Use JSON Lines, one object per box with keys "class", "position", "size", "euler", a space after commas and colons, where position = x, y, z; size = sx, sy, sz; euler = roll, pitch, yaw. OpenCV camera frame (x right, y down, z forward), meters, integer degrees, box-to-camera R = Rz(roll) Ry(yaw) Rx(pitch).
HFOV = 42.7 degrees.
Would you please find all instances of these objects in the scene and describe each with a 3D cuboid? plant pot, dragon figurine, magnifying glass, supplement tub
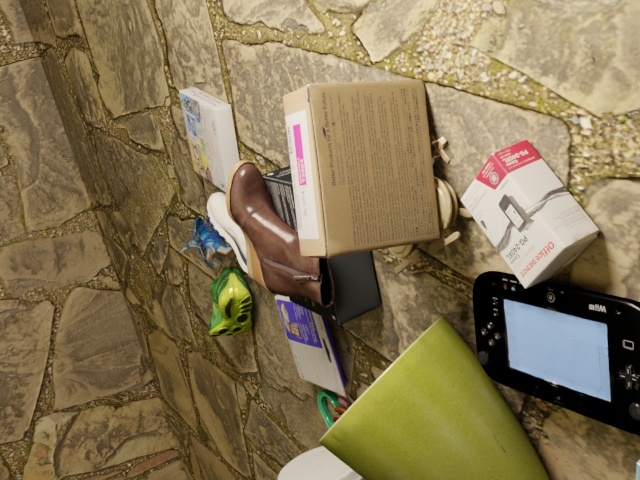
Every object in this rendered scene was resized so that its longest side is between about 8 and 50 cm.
{"class": "plant pot", "position": [0.196, 0.312, 1.234], "size": [0.293, 0.275, 0.275], "euler": [45, 149, 11]}
{"class": "dragon figurine", "position": [-0.270, 0.005, 1.901], "size": [0.144, 0.289, 0.085], "euler": [32, 105, 5]}
{"class": "magnifying glass", "position": [0.041, 0.443, 1.851], "size": [0.092, 0.026, 0.231], "euler": [9, 119, 60]}
{"class": "supplement tub", "position": [0.047, 0.618, 1.746], "size": [0.228, 0.228, 0.316], "euler": [0, 110, 62]}

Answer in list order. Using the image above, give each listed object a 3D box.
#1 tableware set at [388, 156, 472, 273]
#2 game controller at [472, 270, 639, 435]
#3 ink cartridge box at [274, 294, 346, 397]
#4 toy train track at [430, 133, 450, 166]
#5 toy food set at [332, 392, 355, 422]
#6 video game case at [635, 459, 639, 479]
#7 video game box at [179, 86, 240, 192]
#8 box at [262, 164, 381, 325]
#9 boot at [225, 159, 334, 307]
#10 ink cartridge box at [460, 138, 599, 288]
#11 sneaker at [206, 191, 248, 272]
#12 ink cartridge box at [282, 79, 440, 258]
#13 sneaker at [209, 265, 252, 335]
{"class": "tableware set", "position": [0.154, -0.036, 1.248], "size": [0.194, 0.039, 0.128], "euler": [-40, 64, 59]}
{"class": "game controller", "position": [0.311, 0.134, 1.056], "size": [0.319, 0.067, 0.166], "euler": [12, 121, 59]}
{"class": "ink cartridge box", "position": [-0.009, 0.217, 1.744], "size": [0.208, 0.045, 0.206], "euler": [7, 116, 62]}
{"class": "toy train track", "position": [0.163, -0.122, 1.193], "size": [0.048, 0.014, 0.083], "euler": [57, 153, 20]}
{"class": "toy food set", "position": [0.059, 0.371, 1.754], "size": [0.078, 0.019, 0.122], "euler": [50, 142, 18]}
{"class": "video game case", "position": [0.484, 0.409, 0.952], "size": [0.269, 0.061, 0.244], "euler": [34, 137, 49]}
{"class": "video game box", "position": [-0.245, -0.226, 1.843], "size": [0.187, 0.048, 0.205], "euler": [31, 136, 48]}
{"class": "box", "position": [0.000, 0.000, 1.496], "size": [0.184, 0.103, 0.261], "euler": [22, 129, 58]}
{"class": "boot", "position": [-0.062, -0.013, 1.432], "size": [0.207, 0.090, 0.248], "euler": [14, 121, 44]}
{"class": "ink cartridge box", "position": [0.259, -0.031, 1.026], "size": [0.150, 0.063, 0.109], "euler": [57, 152, 20]}
{"class": "sneaker", "position": [-0.169, -0.035, 1.828], "size": [0.235, 0.090, 0.095], "euler": [51, 136, 24]}
{"class": "ink cartridge box", "position": [0.059, -0.102, 1.154], "size": [0.088, 0.193, 0.234], "euler": [0, 96, 63]}
{"class": "sneaker", "position": [-0.225, 0.158, 2.071], "size": [0.295, 0.109, 0.123], "euler": [115, 149, -58]}
